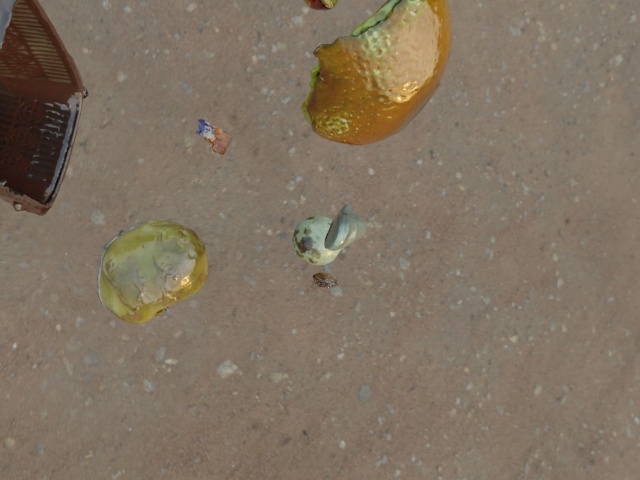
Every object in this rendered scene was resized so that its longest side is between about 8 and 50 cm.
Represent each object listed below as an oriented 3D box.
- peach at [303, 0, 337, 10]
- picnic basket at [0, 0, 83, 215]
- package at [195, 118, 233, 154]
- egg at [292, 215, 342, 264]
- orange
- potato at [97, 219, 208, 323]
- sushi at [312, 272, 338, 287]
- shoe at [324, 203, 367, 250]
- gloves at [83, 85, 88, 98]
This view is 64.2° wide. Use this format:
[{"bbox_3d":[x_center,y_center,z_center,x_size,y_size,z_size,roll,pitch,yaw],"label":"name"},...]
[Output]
[{"bbox_3d":[-0.006,-0.436,0.887,0.077,0.083,0.050,39,78,-9],"label":"peach"},{"bbox_3d":[-0.391,-0.156,0.598,0.129,0.297,0.223,11,81,-11],"label":"picnic basket"},{"bbox_3d":[-0.317,-0.306,1.498,0.110,0.033,0.077,32,46,-29],"label":"package"},{"bbox_3d":[0.000,0.000,1.748,0.231,0.169,0.169,4,86,-62],"label":"egg"},{"bbox_3d":[0.109,-0.299,0.884,0.196,0.335,0.263,30,55,0],"label":"orange"},{"bbox_3d":[-0.433,0.082,1.354,0.300,0.196,0.246,-51,126,-23],"label":"potato"},{"bbox_3d":[0.013,0.143,1.784,0.099,0.047,0.050,5,124,-20],"label":"sushi"},{"bbox_3d":[0.077,-0.029,1.447,0.100,0.251,0.103,28,112,-5],"label":"shoe"},{"bbox_3d":[-0.627,-0.382,1.139,0.142,0.119,0.286,-29,92,-23],"label":"gloves"}]
